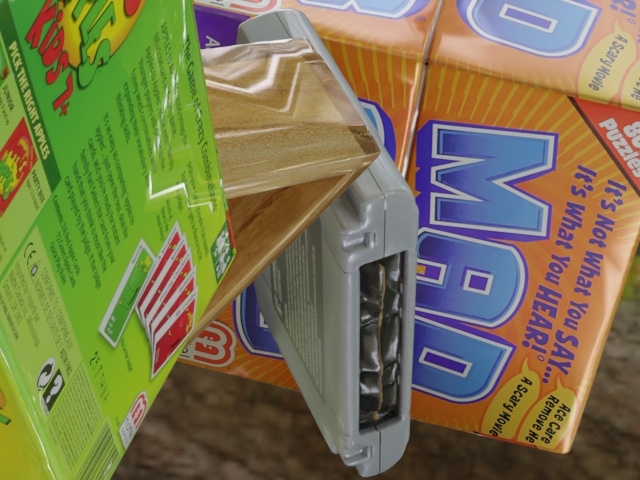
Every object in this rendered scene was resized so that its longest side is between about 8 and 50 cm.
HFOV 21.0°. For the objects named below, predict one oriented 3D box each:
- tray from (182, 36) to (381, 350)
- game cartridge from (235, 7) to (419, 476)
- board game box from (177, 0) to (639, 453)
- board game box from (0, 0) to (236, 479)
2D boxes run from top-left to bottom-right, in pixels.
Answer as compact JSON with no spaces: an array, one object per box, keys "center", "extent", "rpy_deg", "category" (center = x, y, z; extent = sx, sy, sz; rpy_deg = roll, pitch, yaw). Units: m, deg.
[{"center":[-0.170,0.062,0.817],"extent":[0.411,0.203,0.076],"rpy_deg":[-45,-110,37],"category":"tray"},{"center":[0.000,0.000,1.138],"extent":[0.297,0.062,0.198],"rpy_deg":[89,-18,-51],"category":"game cartridge"},{"center":[0.087,-0.106,1.426],"extent":[0.356,0.356,0.356],"rpy_deg":[-72,173,-48],"category":"board game box"},{"center":[-0.064,-0.015,0.381],"extent":[0.181,0.043,0.092],"rpy_deg":[86,28,-59],"category":"board game box"}]
